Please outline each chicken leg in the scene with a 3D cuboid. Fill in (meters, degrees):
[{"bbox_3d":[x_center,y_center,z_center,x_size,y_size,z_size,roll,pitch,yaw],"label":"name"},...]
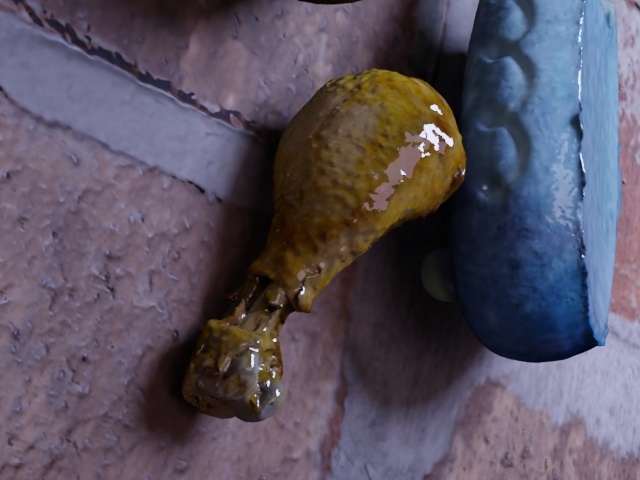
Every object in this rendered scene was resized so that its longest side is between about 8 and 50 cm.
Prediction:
[{"bbox_3d":[-0.002,-0.002,0.742,0.251,0.107,0.087,-57,140,-21],"label":"chicken leg"}]

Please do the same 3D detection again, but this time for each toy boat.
[{"bbox_3d":[0.141,-0.073,0.867,0.215,0.123,0.329,49,44,-62],"label":"toy boat"}]

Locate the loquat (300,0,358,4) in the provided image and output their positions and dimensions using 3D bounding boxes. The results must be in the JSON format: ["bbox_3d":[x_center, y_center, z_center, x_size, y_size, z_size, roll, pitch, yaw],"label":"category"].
[{"bbox_3d":[0.017,-0.250,0.729,0.179,0.179,0.227,41,57,-32],"label":"loquat"}]
